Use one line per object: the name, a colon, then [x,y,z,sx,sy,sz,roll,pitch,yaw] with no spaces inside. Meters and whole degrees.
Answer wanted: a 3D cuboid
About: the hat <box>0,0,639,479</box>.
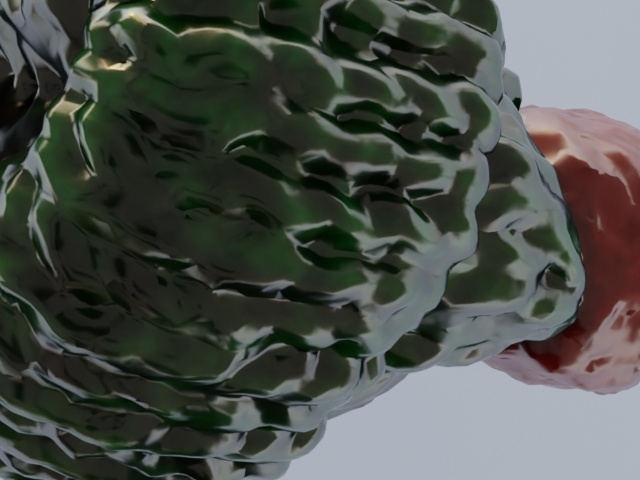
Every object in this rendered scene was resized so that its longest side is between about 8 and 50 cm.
hat: [0.000,0.000,0.736,0.332,0.274,0.242,17,-93,-32]
